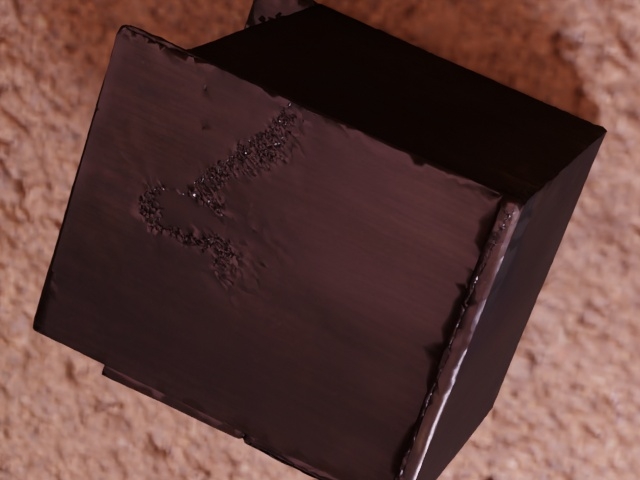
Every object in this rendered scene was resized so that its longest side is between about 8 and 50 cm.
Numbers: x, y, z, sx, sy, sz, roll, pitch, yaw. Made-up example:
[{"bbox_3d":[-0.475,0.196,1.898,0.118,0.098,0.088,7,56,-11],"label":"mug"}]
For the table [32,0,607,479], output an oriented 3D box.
[{"bbox_3d":[0.000,0.000,0.862,0.193,0.169,0.172,25,112,13],"label":"table"}]
